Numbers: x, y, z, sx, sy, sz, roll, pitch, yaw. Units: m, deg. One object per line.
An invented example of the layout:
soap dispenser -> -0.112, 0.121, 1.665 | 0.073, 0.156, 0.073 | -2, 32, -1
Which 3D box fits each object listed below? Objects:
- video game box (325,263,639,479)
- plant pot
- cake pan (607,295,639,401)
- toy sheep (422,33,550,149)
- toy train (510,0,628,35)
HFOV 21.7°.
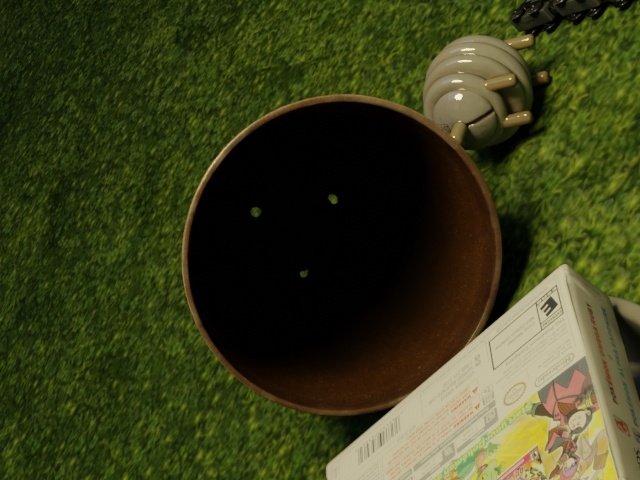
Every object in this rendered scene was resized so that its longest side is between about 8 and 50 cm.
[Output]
video game box -> 0.088, 0.138, 0.904 | 0.205, 0.048, 0.187 | -43, 25, 26
plant pot -> 0.000, 0.000, 1.219 | 0.215, 0.215, 0.230 | -55, 10, 0
cake pan -> 0.114, 0.169, 0.941 | 0.293, 0.054, 0.293 | -41, 28, 27
toy sheep -> 0.119, -0.110, 1.248 | 0.091, 0.091, 0.132 | -36, 12, 36
toy train -> 0.202, -0.187, 1.266 | 0.036, 0.027, 0.158 | -54, 22, -25
